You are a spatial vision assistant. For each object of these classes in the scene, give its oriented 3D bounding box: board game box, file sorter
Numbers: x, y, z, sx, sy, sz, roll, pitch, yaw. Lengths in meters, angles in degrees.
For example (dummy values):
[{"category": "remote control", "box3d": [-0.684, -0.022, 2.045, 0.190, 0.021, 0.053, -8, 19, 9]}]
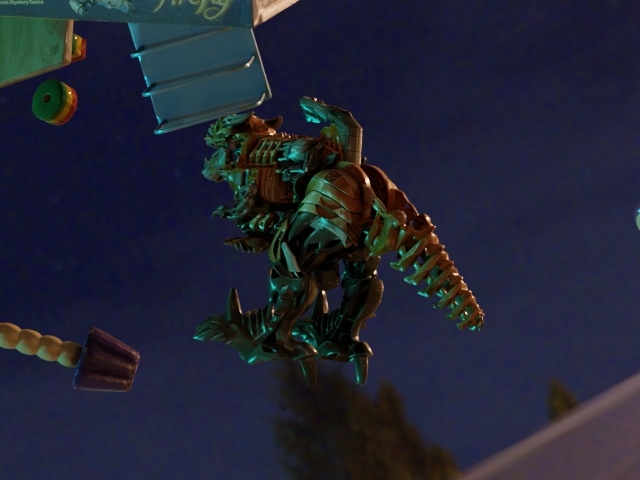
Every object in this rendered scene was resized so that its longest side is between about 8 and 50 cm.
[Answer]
[{"category": "board game box", "box3d": [-0.143, -0.202, 1.307, 0.243, 0.042, 0.165, 5, 18, 14]}, {"category": "file sorter", "box3d": [-0.131, -0.199, 1.679, 0.118, 0.170, 0.104, -15, 11, 5]}]

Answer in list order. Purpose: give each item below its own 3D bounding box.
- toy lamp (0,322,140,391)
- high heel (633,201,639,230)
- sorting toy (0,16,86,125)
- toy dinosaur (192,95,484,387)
[{"category": "toy lamp", "box3d": [-0.348, 0.115, 2.004, 0.274, 0.080, 0.080, 18, -32, -6]}, {"category": "high heel", "box3d": [0.394, -0.050, 1.685, 0.244, 0.117, 0.082, 7, -20, -32]}, {"category": "sorting toy", "box3d": [-0.316, -0.244, 1.904, 0.132, 0.274, 0.046, -14, -23, 33]}, {"category": "toy dinosaur", "box3d": [0.000, 0.000, 1.458, 0.164, 0.322, 0.218, 13, -76, -29]}]
